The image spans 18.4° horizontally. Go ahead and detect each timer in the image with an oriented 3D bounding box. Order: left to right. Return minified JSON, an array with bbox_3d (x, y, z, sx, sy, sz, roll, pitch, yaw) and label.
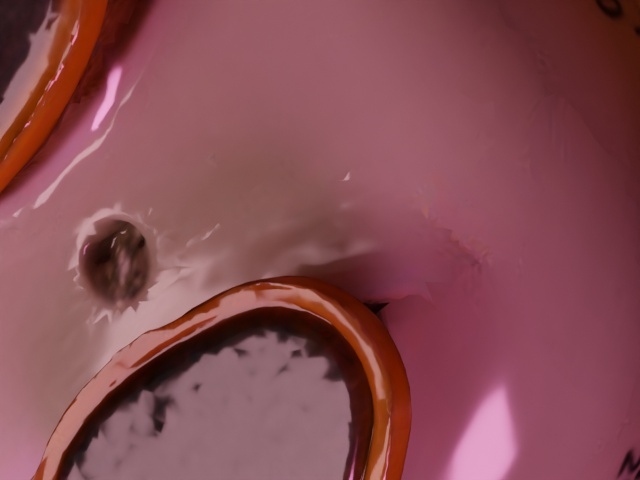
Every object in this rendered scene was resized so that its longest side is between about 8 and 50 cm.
[{"bbox_3d":[0.000,0.000,0.529,0.234,0.240,0.233,3,95,31],"label":"timer"}]
